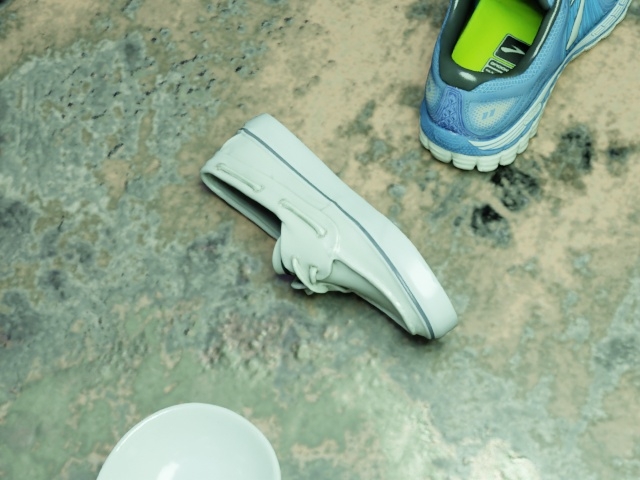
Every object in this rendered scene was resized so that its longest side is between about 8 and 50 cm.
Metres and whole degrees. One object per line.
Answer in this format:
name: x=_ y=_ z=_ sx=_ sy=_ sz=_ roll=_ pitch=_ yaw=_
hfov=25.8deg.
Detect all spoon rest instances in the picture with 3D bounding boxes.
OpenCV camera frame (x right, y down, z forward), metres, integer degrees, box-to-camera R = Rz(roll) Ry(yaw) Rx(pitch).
spoon rest: x=-0.138 y=0.239 z=1.036 sx=0.137 sy=0.084 sz=0.276 roll=30 pitch=69 yaw=19

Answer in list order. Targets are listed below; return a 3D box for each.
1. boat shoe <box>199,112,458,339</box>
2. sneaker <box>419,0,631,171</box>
boat shoe: x=0.000 y=0.000 z=1.149 sx=0.088 sy=0.096 sz=0.267 roll=-39 pitch=64 yaw=-11
sneaker: x=0.193 y=-0.220 z=1.221 sx=0.130 sy=0.147 sz=0.330 roll=23 pitch=65 yaw=16
